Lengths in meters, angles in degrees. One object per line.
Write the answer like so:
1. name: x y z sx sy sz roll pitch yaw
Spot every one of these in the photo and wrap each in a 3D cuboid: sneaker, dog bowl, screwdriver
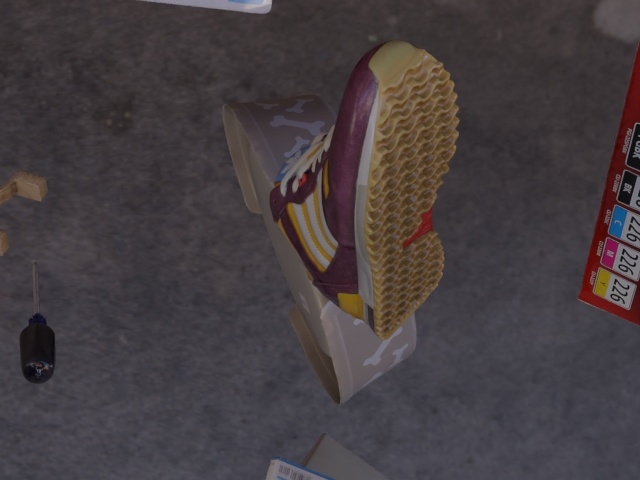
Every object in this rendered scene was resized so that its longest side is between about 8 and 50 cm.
1. sneaker: 0.011 -0.027 0.536 0.069 0.084 0.185 -43 153 -28
2. dog bowl: 0.000 0.000 1.270 0.102 0.349 0.348 -21 109 -7
3. screwdriver: -0.190 0.045 0.770 0.024 0.170 0.025 -30 121 -1

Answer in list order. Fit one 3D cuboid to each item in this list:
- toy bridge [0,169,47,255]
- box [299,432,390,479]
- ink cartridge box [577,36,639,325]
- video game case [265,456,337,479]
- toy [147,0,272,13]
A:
1. toy bridge: -0.340 -0.006 1.151 0.026 0.063 0.188 94 15 -46
2. box: -0.012 0.363 1.385 0.148 0.127 0.232 -57 175 23
3. ink cartridge box: 0.345 -0.044 0.786 0.130 0.272 0.309 -51 154 -34
4. video game case: -0.016 0.296 1.058 0.119 0.015 0.166 27 65 -26
5. toy: -0.127 -0.194 0.598 0.237 0.056 0.137 3 108 -16
